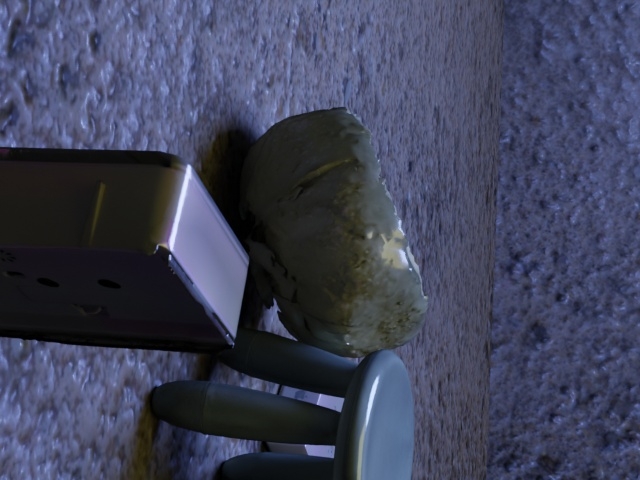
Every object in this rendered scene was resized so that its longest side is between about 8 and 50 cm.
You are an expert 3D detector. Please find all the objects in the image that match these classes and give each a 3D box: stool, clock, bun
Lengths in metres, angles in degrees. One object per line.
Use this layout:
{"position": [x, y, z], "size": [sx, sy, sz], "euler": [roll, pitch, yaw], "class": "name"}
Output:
{"position": [-0.029, 0.195, 1.293], "size": [0.195, 0.198, 0.195], "euler": [-46, 134, -65], "class": "stool"}
{"position": [-0.155, 0.006, 0.866], "size": [0.147, 0.192, 0.071], "euler": [62, 35, -58], "class": "clock"}
{"position": [0.000, 0.000, 1.391], "size": [0.259, 0.152, 0.259], "euler": [158, -90, -85], "class": "bun"}

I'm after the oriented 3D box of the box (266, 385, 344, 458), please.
{"position": [-0.011, 0.210, 1.585], "size": [0.130, 0.051, 0.129], "euler": [72, 27, -47], "class": "box"}
